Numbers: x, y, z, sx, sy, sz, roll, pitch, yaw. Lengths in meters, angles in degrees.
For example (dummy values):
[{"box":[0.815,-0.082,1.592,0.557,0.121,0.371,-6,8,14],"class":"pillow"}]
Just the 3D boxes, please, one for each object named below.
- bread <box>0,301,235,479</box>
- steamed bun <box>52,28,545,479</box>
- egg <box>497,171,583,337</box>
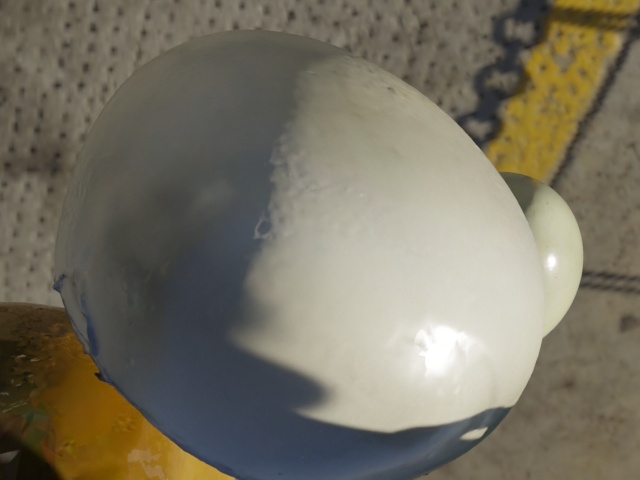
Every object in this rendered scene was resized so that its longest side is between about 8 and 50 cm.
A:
[{"box":[-0.243,0.239,1.219,0.348,0.376,0.253,16,153,-6],"class":"bread"},{"box":[0.000,0.000,0.997,0.324,0.324,0.206,24,117,-29],"class":"steamed bun"},{"box":[0.186,0.023,1.702,0.188,0.189,0.254,4,156,-14],"class":"egg"}]
